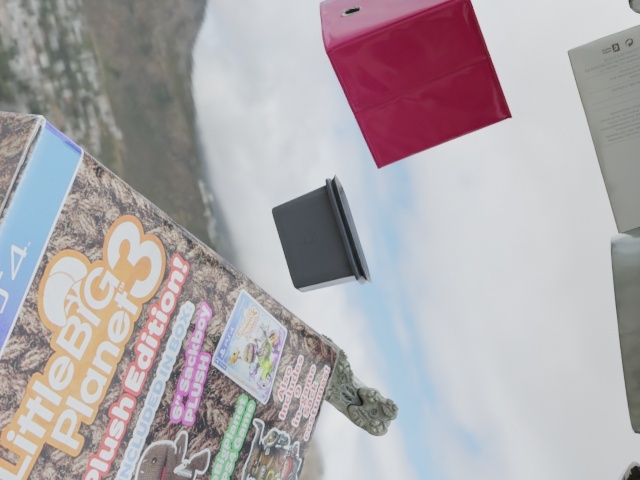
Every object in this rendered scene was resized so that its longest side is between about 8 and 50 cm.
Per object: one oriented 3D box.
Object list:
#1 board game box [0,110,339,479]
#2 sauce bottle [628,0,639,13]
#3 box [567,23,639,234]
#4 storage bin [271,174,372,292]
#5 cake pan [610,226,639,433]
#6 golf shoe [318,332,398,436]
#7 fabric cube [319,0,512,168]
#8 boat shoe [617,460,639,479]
[{"bbox_3d":[-0.164,0.056,0.543,0.291,0.232,0.141,45,59,-56],"label":"board game box"},{"bbox_3d":[0.391,-0.444,1.292,0.111,0.111,0.344,95,-10,-70],"label":"sauce bottle"},{"bbox_3d":[0.525,-0.147,1.601,0.215,0.168,0.345,-11,85,-62],"label":"box"},{"bbox_3d":[0.000,0.000,1.299,0.098,0.091,0.135,44,30,-77],"label":"storage bin"},{"bbox_3d":[0.412,0.117,1.341,0.293,0.054,0.293,-7,90,-73],"label":"cake pan"},{"bbox_3d":[0.019,0.189,1.382,0.176,0.069,0.086,47,-15,-5],"label":"golf shoe"},{"bbox_3d":[0.166,-0.330,1.898,0.254,0.258,0.259,-93,160,-57],"label":"fabric cube"},{"bbox_3d":[0.511,0.461,1.714,0.127,0.158,0.340,30,-6,28],"label":"boat shoe"}]
